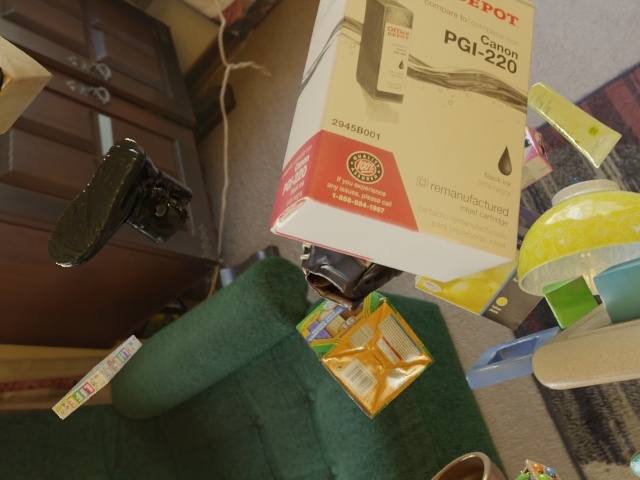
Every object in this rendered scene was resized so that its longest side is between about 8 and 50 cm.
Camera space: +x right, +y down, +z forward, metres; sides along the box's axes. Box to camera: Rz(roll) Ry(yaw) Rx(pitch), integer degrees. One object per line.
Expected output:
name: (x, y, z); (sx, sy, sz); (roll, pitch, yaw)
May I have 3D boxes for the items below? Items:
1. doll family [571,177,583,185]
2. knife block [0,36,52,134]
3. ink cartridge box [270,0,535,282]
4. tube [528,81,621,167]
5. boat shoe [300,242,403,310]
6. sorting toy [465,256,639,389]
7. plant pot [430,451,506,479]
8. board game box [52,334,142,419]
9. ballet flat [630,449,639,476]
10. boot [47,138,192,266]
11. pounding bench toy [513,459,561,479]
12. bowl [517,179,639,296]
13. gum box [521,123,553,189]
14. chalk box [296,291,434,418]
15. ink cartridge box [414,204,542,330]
doll family: (0.697, -0.031, 1.462); (0.263, 0.163, 0.118); (-53, 50, 10)
knife block: (-0.294, -0.121, 0.434); (0.242, 0.275, 0.088); (42, 91, 20)
ink cartridge box: (0.067, -0.097, 0.404); (0.092, 0.158, 0.218); (145, 138, -65)
tube: (0.579, -0.279, 1.237); (0.062, 0.070, 0.240); (-39, 60, 7)
boat shoe: (0.000, 0.000, 1.012); (0.158, 0.127, 0.340); (-40, 42, -20)
sorting toy: (0.237, 0.013, 0.312); (0.347, 0.196, 0.047); (-31, 82, 48)
plant pot: (0.327, 0.608, 1.077); (0.229, 0.263, 0.263); (43, 112, 5)
board game box: (-0.377, 0.230, 0.914); (0.103, 0.154, 0.026); (-39, 98, 8)
ballet flat: (0.767, 0.459, 1.152); (0.072, 0.068, 0.213); (55, 145, 25)
boot: (-0.343, -0.033, 0.966); (0.094, 0.207, 0.247); (20, 74, 24)
pounding bench toy: (0.317, 0.371, 0.807); (0.052, 0.083, 0.065); (-93, 26, -70)
bowl: (0.487, -0.013, 0.947); (0.289, 0.289, 0.156); (-22, 61, 37)
gum box: (0.384, -0.151, 1.121); (0.188, 0.062, 0.107); (-35, 37, 32)
chalk box: (0.079, 0.212, 1.166); (0.179, 0.180, 0.289); (-41, 16, -5)
ink cartridge box: (0.447, 0.055, 1.364); (0.072, 0.303, 0.307); (-70, 5, -58)
